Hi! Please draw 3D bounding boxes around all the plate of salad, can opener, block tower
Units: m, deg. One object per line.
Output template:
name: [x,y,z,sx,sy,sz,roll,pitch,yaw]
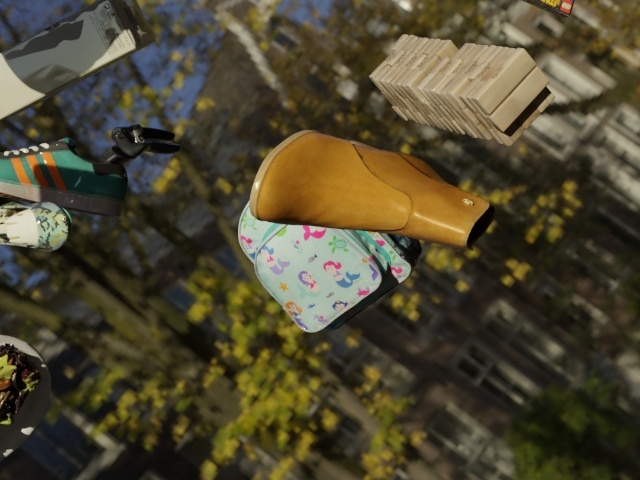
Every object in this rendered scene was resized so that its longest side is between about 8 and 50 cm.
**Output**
plate of salad: [-0.389,0.193,1.434,0.199,0.048,0.200,-21,-49,-26]
can opener: [-0.301,-0.171,2.217,0.073,0.059,0.186,-24,-4,28]
block tower: [0.182,-0.206,1.737,0.097,0.091,0.335,-46,24,-6]

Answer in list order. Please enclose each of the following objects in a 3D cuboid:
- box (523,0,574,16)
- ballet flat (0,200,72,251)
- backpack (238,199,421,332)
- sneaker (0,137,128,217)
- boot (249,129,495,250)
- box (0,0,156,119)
box: [0.321,-0.394,1.895,0.027,0.137,0.094,17,89,63]
ballet flat: [-0.384,-0.015,1.660,0.070,0.070,0.188,-49,25,-25]
backpack: [0.000,0.000,2.004,0.225,0.253,0.191,-37,4,30]
sneaker: [-0.483,-0.124,2.234,0.108,0.302,0.121,167,114,-79]
boot: [0.072,-0.046,1.465,0.295,0.211,0.104,-19,-51,-59]
box: [-0.403,-0.287,2.016,0.275,0.094,0.113,-24,9,15]
